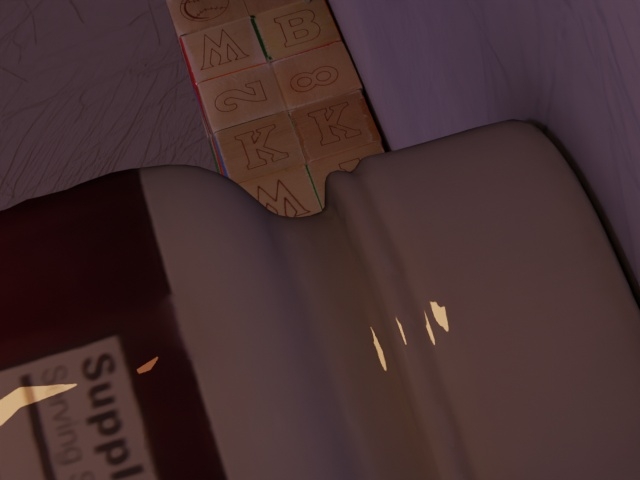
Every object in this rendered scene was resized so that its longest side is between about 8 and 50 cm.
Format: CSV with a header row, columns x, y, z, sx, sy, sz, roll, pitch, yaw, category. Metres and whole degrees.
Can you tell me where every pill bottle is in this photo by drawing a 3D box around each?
x,y,z,sx,sy,sz,roll,pitch,yaw,category
-0.098,0.106,0.528,0.224,0.392,0.224,163,90,-86,pill bottle

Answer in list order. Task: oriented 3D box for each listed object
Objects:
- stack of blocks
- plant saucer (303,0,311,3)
x,y,z,sx,sy,sz,roll,pitch,yaw,category
0.000,0.000,0.993,0.171,0.087,0.297,77,175,-48,stack of blocks
-0.023,-0.218,0.718,0.241,0.037,0.241,163,90,-87,plant saucer
